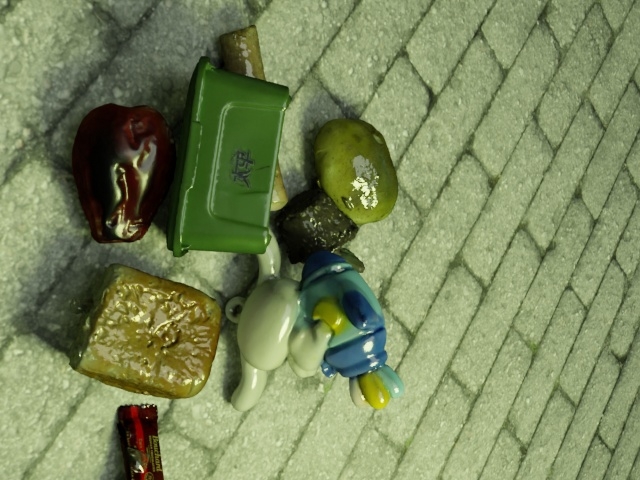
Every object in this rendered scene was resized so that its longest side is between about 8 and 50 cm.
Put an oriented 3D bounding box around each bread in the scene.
[{"bbox_3d":[-0.308,0.153,1.229,0.246,0.176,0.195,23,68,-25],"label":"bread"}]

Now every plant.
[{"bbox_3d":[0.000,0.000,1.506,0.203,0.142,0.131,51,53,-22],"label":"plant"}]

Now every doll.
[{"bbox_3d":[-0.008,0.159,1.401,0.187,0.366,0.375,-55,148,-61],"label":"doll"}]

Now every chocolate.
[{"bbox_3d":[-0.317,0.383,1.298,0.086,0.028,0.182,10,59,-41],"label":"chocolate"}]

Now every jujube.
[{"bbox_3d":[-0.324,-0.109,1.199,0.168,0.168,0.236,3,96,-41],"label":"jujube"}]

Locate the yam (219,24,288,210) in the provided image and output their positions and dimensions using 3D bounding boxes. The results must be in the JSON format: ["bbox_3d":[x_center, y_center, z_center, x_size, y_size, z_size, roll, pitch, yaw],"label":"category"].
[{"bbox_3d":[-0.126,-0.230,1.404,0.081,0.081,0.356,-20,104,-38],"label":"yam"}]

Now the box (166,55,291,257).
[{"bbox_3d":[-0.155,-0.125,1.254,0.178,0.253,0.328,10,91,-8],"label":"box"}]

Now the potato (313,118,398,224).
[{"bbox_3d":[0.078,-0.145,1.542,0.197,0.149,0.228,-9,95,-35],"label":"potato"}]
